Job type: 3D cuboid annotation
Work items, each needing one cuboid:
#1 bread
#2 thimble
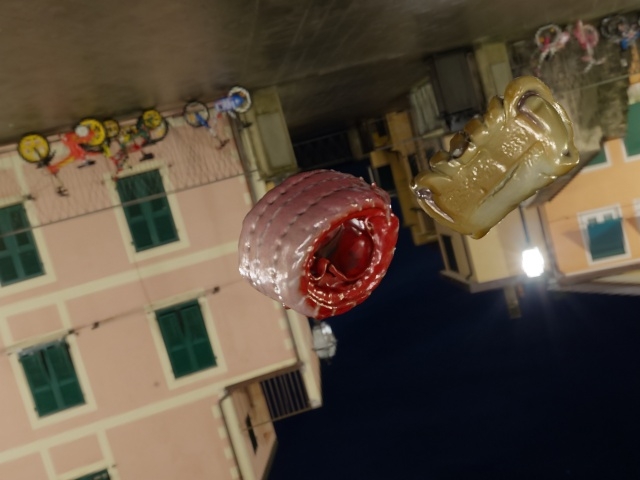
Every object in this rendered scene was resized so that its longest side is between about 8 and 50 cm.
[{"bbox_3d":[0.230,-0.102,0.853,0.225,0.134,0.081,-43,-178,30],"label":"bread"},{"bbox_3d":[-0.004,0.006,0.819,0.189,0.163,0.125,-35,-141,-28],"label":"thimble"}]
